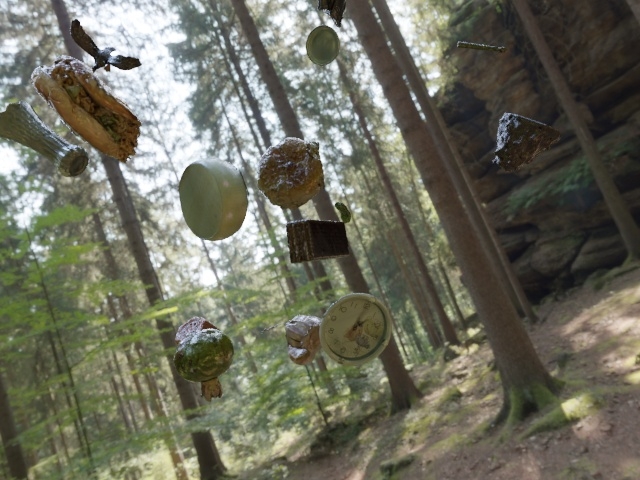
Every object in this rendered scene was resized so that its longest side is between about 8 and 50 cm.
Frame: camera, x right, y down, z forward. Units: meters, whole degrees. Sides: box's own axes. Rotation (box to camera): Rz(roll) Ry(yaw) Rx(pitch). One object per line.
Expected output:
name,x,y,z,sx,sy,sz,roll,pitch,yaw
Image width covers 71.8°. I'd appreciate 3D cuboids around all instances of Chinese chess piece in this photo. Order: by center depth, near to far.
Chinese chess piece,-0.452,-0.172,1.865,0.146,0.350,0.349,-14,-11,-46

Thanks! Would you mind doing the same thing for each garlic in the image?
garlic,-0.092,0.376,1.766,0.256,0.207,0.207,17,-24,-20

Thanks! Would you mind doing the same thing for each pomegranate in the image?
pomegranate,-0.342,0.367,1.350,0.179,0.211,0.179,-19,26,10

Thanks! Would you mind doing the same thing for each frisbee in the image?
frisbee,0.006,-0.566,1.286,0.110,0.110,0.014,-27,0,30

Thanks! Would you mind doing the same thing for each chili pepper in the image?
chili pepper,0.074,-0.087,1.407,0.034,0.091,0.030,22,63,42

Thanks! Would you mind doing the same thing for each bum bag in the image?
bum bag,0.038,-0.792,1.461,0.059,0.123,0.248,9,13,11

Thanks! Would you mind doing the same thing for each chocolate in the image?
chocolate,0.515,-0.239,1.144,0.156,0.156,0.133,-8,-56,-59

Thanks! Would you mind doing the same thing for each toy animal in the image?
toy animal,-0.887,-0.728,1.810,0.272,0.197,0.160,24,5,-20

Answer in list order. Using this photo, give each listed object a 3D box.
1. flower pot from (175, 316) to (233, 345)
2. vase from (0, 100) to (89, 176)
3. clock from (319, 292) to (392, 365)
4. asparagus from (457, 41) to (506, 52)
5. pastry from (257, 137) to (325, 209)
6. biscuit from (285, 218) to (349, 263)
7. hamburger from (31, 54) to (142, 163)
flower pot,-0.467,0.403,1.728,0.190,0.173,0.191,-22,31,15
vase,-0.493,-0.175,0.797,0.081,0.148,0.081,-55,-3,-5
clock,0.106,0.273,1.380,0.236,0.237,0.053,-21,13,-10
asparagus,0.426,-0.509,1.167,0.126,0.015,0.018,10,29,7
pastry,-0.105,-0.234,1.501,0.235,0.257,0.121,-12,-21,7
biscuit,0.000,0.000,1.181,0.070,0.107,0.252,-9,-3,27
hamburger,-0.572,-0.330,1.117,0.146,0.286,0.243,-46,31,-2
